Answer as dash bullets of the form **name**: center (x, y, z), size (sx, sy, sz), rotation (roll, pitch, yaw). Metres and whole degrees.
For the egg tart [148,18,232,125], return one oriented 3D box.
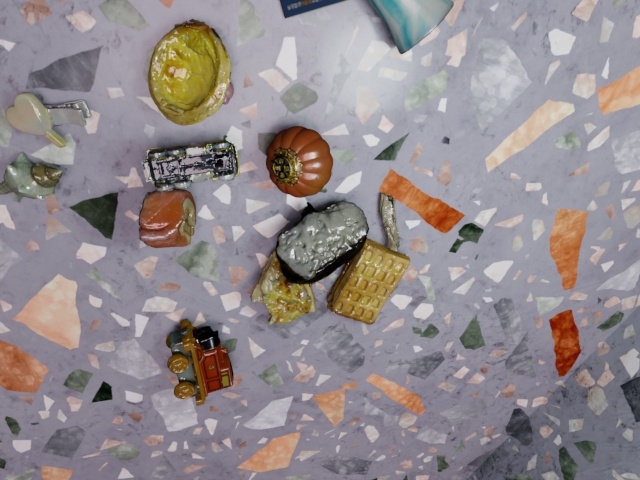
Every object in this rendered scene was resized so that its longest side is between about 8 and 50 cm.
- **egg tart**: center (-0.356, -0.458, 1.151), size (0.279, 0.095, 0.278), rotation (2, 96, 17)

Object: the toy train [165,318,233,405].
- **toy train**: center (-0.474, 0.487, 1.635), size (0.232, 0.163, 0.369), rotation (-12, 120, -18)

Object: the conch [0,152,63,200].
- **conch**: center (-0.878, -0.189, 1.230), size (0.234, 0.114, 0.137), rotation (3, 104, -5)

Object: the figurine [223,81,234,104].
- **figurine**: center (-0.289, -0.440, 1.215), size (0.071, 0.067, 0.083), rotation (-24, 86, -8)

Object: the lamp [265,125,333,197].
- **lamp**: center (-0.067, -0.242, 1.288), size (0.223, 0.196, 0.223), rotation (12, 114, 27)

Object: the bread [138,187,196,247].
- **bread**: center (-0.471, -0.065, 1.305), size (0.123, 0.244, 0.190), rotation (7, 81, -5)

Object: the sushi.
- **sushi**: center (0.000, 0.000, 1.428), size (0.349, 0.234, 0.207), rotation (-30, 163, -11)

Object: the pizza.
- **pizza**: center (-0.132, 0.201, 1.535), size (0.223, 0.089, 0.323), rotation (-43, 122, -23)

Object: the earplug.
- **earplug**: center (0.184, -0.694, 1.113), size (0.324, 0.185, 0.185), rotation (41, 105, -20)

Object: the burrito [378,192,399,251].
- **burrito**: center (0.256, -0.070, 1.511), size (0.063, 0.058, 0.229), rotation (-22, 111, -15)

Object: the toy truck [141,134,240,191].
- **toy truck**: center (-0.395, -0.240, 1.263), size (0.272, 0.157, 0.124), rotation (-13, 118, -17)

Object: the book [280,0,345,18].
- **book**: center (-0.037, -0.770, 1.056), size (0.228, 0.018, 0.322), rotation (-3, 122, 24)

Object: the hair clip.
- **hair clip**: center (-0.782, -0.347, 1.189), size (0.219, 0.071, 0.159), rotation (-4, 121, -3)

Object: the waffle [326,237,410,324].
- **waffle**: center (0.183, 0.160, 1.608), size (0.224, 0.098, 0.327), rotation (20, 111, -20)
